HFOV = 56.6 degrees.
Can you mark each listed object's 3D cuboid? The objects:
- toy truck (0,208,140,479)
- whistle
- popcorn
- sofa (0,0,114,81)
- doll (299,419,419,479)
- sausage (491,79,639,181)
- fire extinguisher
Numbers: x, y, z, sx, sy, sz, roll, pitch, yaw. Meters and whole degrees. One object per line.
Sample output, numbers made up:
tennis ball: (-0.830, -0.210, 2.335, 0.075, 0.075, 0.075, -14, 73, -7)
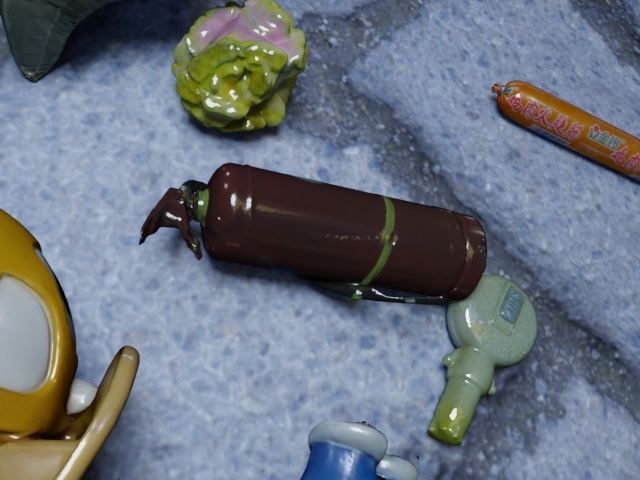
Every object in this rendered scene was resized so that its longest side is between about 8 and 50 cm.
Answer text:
toy truck: (-0.253, 0.117, 0.386, 0.212, 0.204, 0.288, 26, 62, -13)
whistle: (0.170, 0.123, 0.635, 0.104, 0.057, 0.198, 37, 60, -6)
popcorn: (-0.084, -0.182, 0.621, 0.126, 0.126, 0.145, 34, 88, 10)
sofa: (-0.209, -0.295, 0.584, 0.226, 0.176, 0.210, -17, 76, -27)
doll: (0.010, 0.276, 0.458, 0.215, 0.161, 0.256, 43, 54, -31)
sausage: (0.386, -0.140, 0.827, 0.348, 0.053, 0.053, 22, 63, -13)
fire extinguisher: (0.000, 0.000, 0.579, 0.342, 0.105, 0.141, 10, 29, -21)
